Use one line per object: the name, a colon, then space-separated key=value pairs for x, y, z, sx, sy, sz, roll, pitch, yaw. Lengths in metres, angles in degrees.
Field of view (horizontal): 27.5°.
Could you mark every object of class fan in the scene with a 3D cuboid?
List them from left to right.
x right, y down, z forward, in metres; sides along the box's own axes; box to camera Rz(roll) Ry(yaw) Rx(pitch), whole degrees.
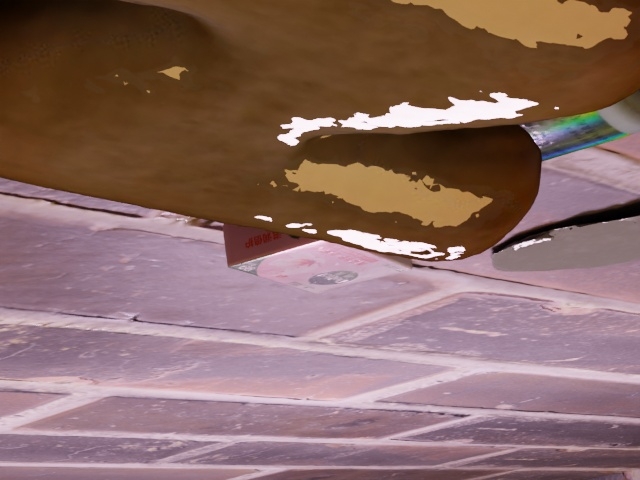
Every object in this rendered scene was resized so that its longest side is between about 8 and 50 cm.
fan: x=0.246 y=-0.014 z=1.051 sx=0.182 sy=0.010 sz=0.310 roll=-4 pitch=166 yaw=-12

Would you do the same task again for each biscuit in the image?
biscuit: x=-0.023 y=-0.073 z=0.519 sx=0.291 sy=0.062 sz=0.237 roll=12 pitch=150 yaw=-15

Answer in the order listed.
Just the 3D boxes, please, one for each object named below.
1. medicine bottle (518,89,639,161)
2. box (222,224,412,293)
medicine bottle: x=0.047 y=-0.068 z=0.667 sx=0.229 sy=0.083 sz=0.121 roll=-16 pitch=158 yaw=30
box: x=0.000 y=0.000 z=0.942 sx=0.089 sy=0.043 sz=0.125 roll=-16 pitch=161 yaw=29
